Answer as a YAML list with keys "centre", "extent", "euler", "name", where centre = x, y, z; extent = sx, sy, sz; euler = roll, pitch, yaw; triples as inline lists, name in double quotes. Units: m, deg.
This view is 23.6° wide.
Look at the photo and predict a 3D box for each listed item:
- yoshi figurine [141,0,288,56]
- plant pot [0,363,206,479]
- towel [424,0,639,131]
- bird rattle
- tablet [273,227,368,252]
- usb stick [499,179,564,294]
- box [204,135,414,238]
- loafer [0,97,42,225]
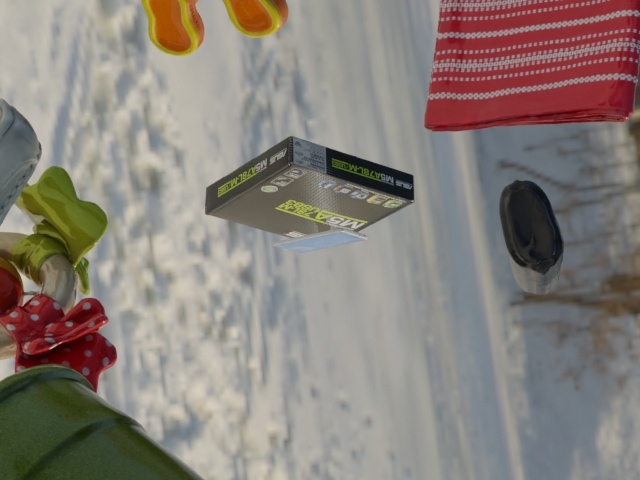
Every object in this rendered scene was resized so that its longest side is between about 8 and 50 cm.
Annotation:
- centre: [-0.073, -0.342, 1.730]
  extent: [0.203, 0.204, 0.362]
  euler: [-53, -164, 46]
  name: "yoshi figurine"
- centre: [-0.139, 0.335, 1.159]
  extent: [0.366, 0.353, 0.366]
  euler: [-54, 161, -29]
  name: "plant pot"
- centre: [0.192, -0.226, 1.354]
  extent: [0.031, 0.199, 0.274]
  euler: [30, 63, -55]
  name: "towel"
- centre: [-0.302, 0.063, 1.522]
  extent: [0.143, 0.207, 0.253]
  euler: [86, 0, -51]
  name: "bird rattle"
- centre: [0.000, 0.000, 1.548]
  extent: [0.054, 0.083, 0.006]
  euler: [17, 66, -56]
  name: "tablet"
- centre: [0.180, 0.002, 1.311]
  extent: [0.278, 0.045, 0.077]
  euler: [34, 37, -80]
  name: "usb stick"
- centre: [-0.014, -0.055, 1.870]
  extent: [0.191, 0.184, 0.045]
  euler: [16, 60, -34]
  name: "box"
- centre: [-0.276, 0.051, 0.980]
  extent: [0.111, 0.319, 0.112]
  euler: [35, 9, -33]
  name: "loafer"
